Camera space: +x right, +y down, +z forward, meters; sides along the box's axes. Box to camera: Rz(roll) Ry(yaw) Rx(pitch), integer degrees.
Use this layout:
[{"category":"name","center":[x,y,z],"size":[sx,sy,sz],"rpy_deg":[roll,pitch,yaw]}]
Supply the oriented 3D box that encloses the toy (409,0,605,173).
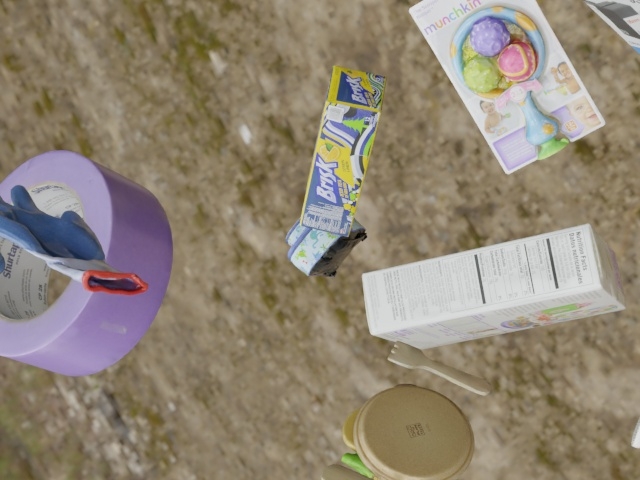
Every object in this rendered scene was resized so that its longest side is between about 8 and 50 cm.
[{"category":"toy","center":[0.218,-0.198,1.413],"size":[0.137,0.056,0.237],"rpy_deg":[-28,106,24]}]

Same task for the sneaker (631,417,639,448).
[{"category":"sneaker","center":[0.468,0.226,1.593],"size":[0.070,0.134,0.051],"rpy_deg":[28,169,11]}]

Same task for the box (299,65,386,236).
[{"category":"box","center":[0.021,-0.085,1.176],"size":[0.054,0.059,0.169],"rpy_deg":[12,136,-2]}]

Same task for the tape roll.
[{"category":"tape roll","center":[-0.227,0.021,1.068],"size":[0.189,0.189,0.080],"rpy_deg":[36,-175,39]}]

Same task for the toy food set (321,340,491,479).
[{"category":"toy food set","center":[0.090,0.201,1.218],"size":[0.132,0.192,0.038],"rpy_deg":[23,140,14]}]

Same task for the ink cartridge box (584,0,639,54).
[{"category":"ink cartridge box","center":[0.475,-0.352,1.644],"size":[0.307,0.129,0.223],"rpy_deg":[33,179,-31]}]

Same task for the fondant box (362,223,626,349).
[{"category":"fondant box","center":[0.256,0.074,1.739],"size":[0.238,0.330,0.096],"rpy_deg":[25,-125,-66]}]

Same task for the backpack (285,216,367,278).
[{"category":"backpack","center":[0.000,0.000,1.763],"size":[0.084,0.114,0.105],"rpy_deg":[42,106,12]}]

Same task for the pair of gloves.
[{"category":"pair of gloves","center":[-0.206,-0.010,0.722],"size":[0.159,0.198,0.023],"rpy_deg":[29,103,39]}]
